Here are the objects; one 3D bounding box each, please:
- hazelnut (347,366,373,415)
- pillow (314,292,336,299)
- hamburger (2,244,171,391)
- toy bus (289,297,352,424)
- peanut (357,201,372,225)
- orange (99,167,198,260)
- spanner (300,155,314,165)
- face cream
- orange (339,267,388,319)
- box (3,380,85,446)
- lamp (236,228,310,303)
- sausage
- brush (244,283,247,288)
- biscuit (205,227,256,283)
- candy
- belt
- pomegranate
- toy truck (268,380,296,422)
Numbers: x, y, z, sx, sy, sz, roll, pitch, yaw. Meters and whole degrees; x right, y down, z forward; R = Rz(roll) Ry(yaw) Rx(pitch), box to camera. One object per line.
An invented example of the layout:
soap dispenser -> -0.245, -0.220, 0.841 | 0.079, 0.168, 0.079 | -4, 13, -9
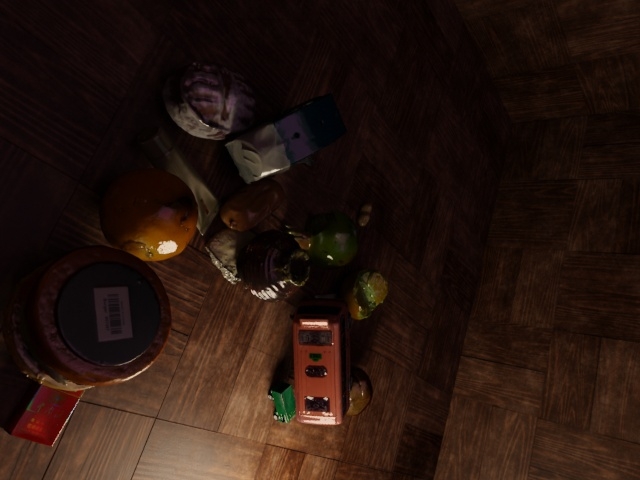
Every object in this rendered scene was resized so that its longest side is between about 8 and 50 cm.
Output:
hazelnut -> 0.119, 0.610, 2.035 | 0.208, 0.208, 0.208 | -4, 95, -50
pillow -> 0.018, 0.327, 1.983 | 0.148, 0.050, 0.230 | 1, 89, -54
hamburger -> -0.537, 0.181, 1.140 | 0.329, 0.250, 0.330 | 21, 59, -40
toy bus -> 0.002, 0.436, 1.797 | 0.233, 0.202, 0.428 | -30, 118, -77
peanut -> 0.196, -0.117, 2.163 | 0.053, 0.053, 0.113 | 28, 74, -47
orange -> -0.440, -0.065, 1.270 | 0.246, 0.246, 0.247 | -4, 95, -50
spanner -> -0.118, -0.299, 1.806 | 0.301, 0.017, 0.071 | -17, 105, -49
face cream -> -0.403, -0.177, 1.437 | 0.341, 0.084, 0.137 | 61, 40, -41
orange -> 0.166, 0.219, 2.065 | 0.237, 0.158, 0.180 | -43, 124, -39
box -> -0.654, 0.393, 1.186 | 0.112, 0.048, 0.175 | 44, 60, -41
lamp -> -0.145, 0.082, 1.580 | 0.246, 0.246, 0.247 | -4, 95, -50
sausage -> -0.223, -0.120, 1.606 | 0.241, 0.136, 0.120 | -46, 138, -32
brush -> -0.193, 0.138, 1.741 | 0.190, 0.027, 0.034 | -10, 96, -42
biscuit -> -0.273, 0.051, 1.628 | 0.265, 0.040, 0.188 | 10, 82, -50
candy -> -0.316, -0.415, 1.457 | 0.289, 0.157, 0.215 | -6, 88, -51
belt -> -0.101, -0.339, 1.589 | 0.436, 0.300, 0.173 | -44, 112, -39
pomegranate -> 0.000, 0.000, 1.833 | 0.301, 0.236, 0.236 | -5, 96, -26
toy truck -> -0.136, 0.594, 1.792 | 0.065, 0.079, 0.147 | -31, 117, -45
